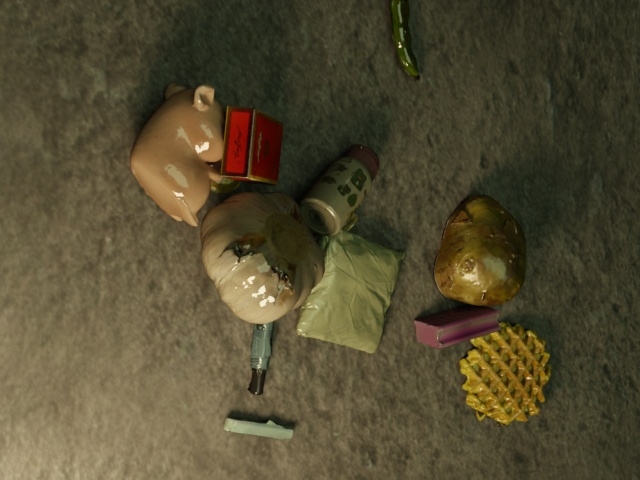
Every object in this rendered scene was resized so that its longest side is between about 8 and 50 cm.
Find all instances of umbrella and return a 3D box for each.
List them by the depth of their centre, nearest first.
[{"bbox_3d":[-0.136,0.244,1.944,0.052,0.053,0.250,7,90,-30],"label":"umbrella"}]

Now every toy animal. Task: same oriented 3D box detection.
[{"bbox_3d":[-0.286,-0.193,1.760,0.213,0.195,0.256,41,73,-32],"label":"toy animal"}]

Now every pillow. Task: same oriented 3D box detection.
[{"bbox_3d":[0.083,0.126,2.028,0.274,0.076,0.280,20,85,-36],"label":"pillow"}]

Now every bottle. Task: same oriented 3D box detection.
[{"bbox_3d":[0.057,-0.130,1.960,0.120,0.120,0.253,54,52,-20],"label":"bottle"}]

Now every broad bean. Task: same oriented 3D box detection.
[{"bbox_3d":[0.209,-0.528,2.066,0.065,0.046,0.254,-20,104,-31],"label":"broad bean"}]

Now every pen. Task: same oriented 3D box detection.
[{"bbox_3d":[0.000,0.000,2.010,0.233,0.032,0.040,-33,131,-19],"label":"pen"}]

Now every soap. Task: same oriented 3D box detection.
[{"bbox_3d":[0.361,0.225,2.161,0.203,0.122,0.065,-12,100,-27],"label":"soap"}]

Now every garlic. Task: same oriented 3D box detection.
[{"bbox_3d":[-0.133,0.029,1.826,0.322,0.241,0.321,-10,90,-70],"label":"garlic"}]

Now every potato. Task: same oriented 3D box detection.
[{"bbox_3d":[0.454,0.033,2.156,0.247,0.196,0.299,23,82,-28],"label":"potato"}]

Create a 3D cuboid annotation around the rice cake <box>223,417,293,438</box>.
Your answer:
[{"bbox_3d":[-0.147,0.451,1.968,0.180,0.030,0.042,15,85,-28],"label":"rice cake"}]

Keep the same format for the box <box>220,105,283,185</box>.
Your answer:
[{"bbox_3d":[-0.148,-0.205,1.810,0.074,0.240,0.153,10,92,11],"label":"box"}]

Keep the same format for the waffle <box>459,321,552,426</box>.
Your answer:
[{"bbox_3d":[0.523,0.378,2.290,0.329,0.062,0.329,-3,96,-28],"label":"waffle"}]

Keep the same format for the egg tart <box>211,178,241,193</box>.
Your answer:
[{"bbox_3d":[-0.222,-0.159,1.878,0.105,0.039,0.105,-2,95,-25],"label":"egg tart"}]
